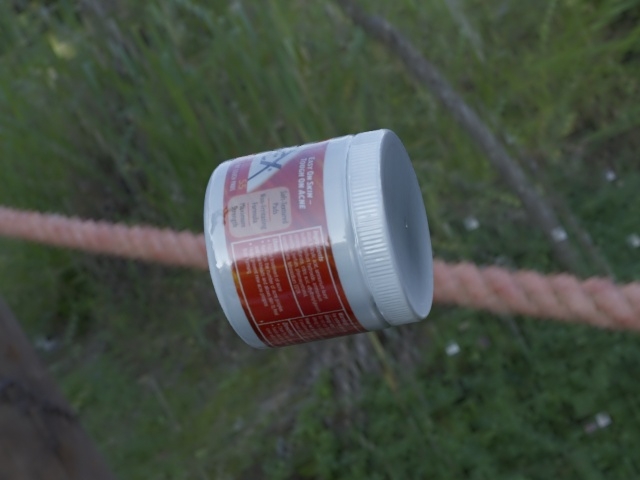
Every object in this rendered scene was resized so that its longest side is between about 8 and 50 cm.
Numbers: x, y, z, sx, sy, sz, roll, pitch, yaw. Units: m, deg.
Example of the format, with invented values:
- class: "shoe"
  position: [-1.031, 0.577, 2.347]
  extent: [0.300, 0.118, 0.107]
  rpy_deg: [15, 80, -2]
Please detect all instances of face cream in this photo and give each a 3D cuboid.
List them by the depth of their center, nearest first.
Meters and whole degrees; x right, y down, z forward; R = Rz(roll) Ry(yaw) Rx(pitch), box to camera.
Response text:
- class: "face cream"
  position: [0.000, 0.000, 1.774]
  extent: [0.187, 0.201, 0.201]
  rpy_deg: [-11, 15, 15]
